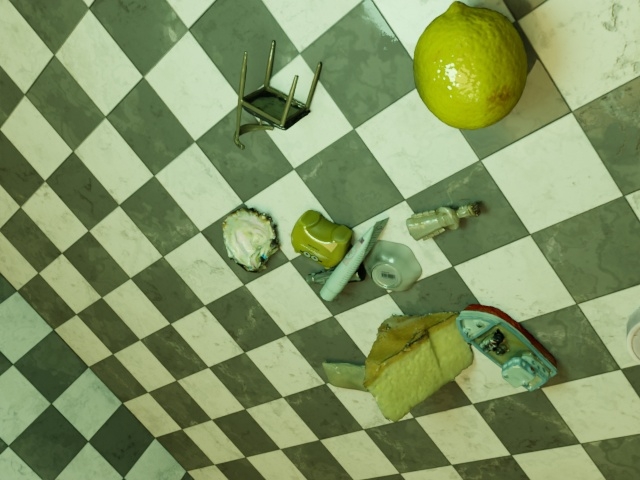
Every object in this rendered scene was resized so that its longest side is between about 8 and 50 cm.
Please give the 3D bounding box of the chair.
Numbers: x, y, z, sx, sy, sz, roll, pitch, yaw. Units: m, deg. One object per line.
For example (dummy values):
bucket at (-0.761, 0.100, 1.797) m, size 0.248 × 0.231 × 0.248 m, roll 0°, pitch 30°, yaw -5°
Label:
chair at (-0.126, -0.368, 1.592) m, size 0.166 × 0.188 × 0.272 m, roll 28°, pitch 126°, yaw 9°

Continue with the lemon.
lemon at (0.331, -0.380, 1.303) m, size 0.267 × 0.267 × 0.268 m, roll 14°, pitch 127°, yaw 19°

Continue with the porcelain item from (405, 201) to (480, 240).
porcelain item at (0.344, -0.062, 1.634) m, size 0.213 × 0.054 × 0.084 m, roll -21°, pitch 112°, yaw 37°

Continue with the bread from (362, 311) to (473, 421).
bread at (0.310, 0.378, 1.799) m, size 0.278 × 0.315 × 0.249 m, roll -14°, pitch 116°, yaw 23°

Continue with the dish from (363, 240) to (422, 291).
dish at (0.210, 0.094, 1.803) m, size 0.190 × 0.066 × 0.191 m, roll 14°, pitch 127°, yaw 19°

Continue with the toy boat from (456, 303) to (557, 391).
toy boat at (0.538, 0.319, 1.742) m, size 0.331 × 0.133 × 0.145 m, roll 40°, pitch 131°, yaw -2°

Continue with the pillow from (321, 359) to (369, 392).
pillow at (0.109, 0.496, 2.137) m, size 0.208 × 0.053 × 0.119 m, roll 1°, pitch 119°, yaw 31°

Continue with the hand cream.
hand cream at (0.103, 0.061, 1.784) m, size 0.058 × 0.085 × 0.331 m, roll 49°, pitch 122°, yaw 19°

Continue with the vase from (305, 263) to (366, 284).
vase at (0.043, 0.114, 1.906) m, size 0.211 × 0.060 × 0.060 m, roll -9°, pitch 117°, yaw 31°

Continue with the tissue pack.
tissue pack at (0.000, 0.000, 1.810) m, size 0.178 × 0.123 × 0.127 m, roll 27°, pitch 130°, yaw 9°

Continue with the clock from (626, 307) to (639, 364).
clock at (0.914, 0.257, 1.546) m, size 0.196 × 0.068 × 0.197 m, roll 14°, pitch 127°, yaw 19°

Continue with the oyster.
oyster at (-0.227, 0.005, 1.961) m, size 0.198 × 0.092 × 0.260 m, roll 7°, pitch 115°, yaw 24°
